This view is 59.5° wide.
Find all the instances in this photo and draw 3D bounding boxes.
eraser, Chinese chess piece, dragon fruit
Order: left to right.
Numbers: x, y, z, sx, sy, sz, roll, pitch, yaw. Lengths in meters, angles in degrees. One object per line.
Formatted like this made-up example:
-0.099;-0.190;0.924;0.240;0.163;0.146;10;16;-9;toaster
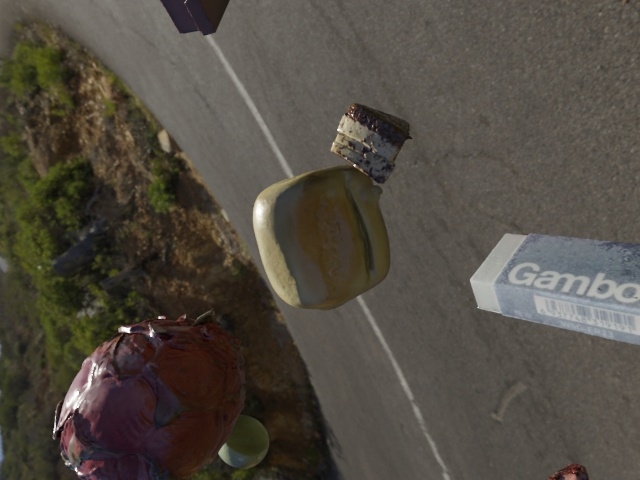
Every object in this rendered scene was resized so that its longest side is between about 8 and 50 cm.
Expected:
-0.273;0.266;0.926;0.277;0.343;0.277;37;165;11;dragon fruit
-0.208;0.534;1.490;0.144;0.144;0.059;41;122;27;Chinese chess piece
0.258;0.043;0.535;0.212;0.092;0.046;9;134;46;eraser

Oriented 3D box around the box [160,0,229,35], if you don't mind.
-0.251;-0.543;1.065;0.086;0.215;0.215;-1;146;20;box

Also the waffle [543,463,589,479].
0.388;0.479;1.021;0.056;0.221;0.234;58;157;31;waffle

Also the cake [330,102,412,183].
0.104;-0.214;1.144;0.135;0.246;0.112;28;111;-2;cake

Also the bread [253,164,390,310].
0.000;0.000;1.535;0.253;0.347;0.377;4;113;70;bread
